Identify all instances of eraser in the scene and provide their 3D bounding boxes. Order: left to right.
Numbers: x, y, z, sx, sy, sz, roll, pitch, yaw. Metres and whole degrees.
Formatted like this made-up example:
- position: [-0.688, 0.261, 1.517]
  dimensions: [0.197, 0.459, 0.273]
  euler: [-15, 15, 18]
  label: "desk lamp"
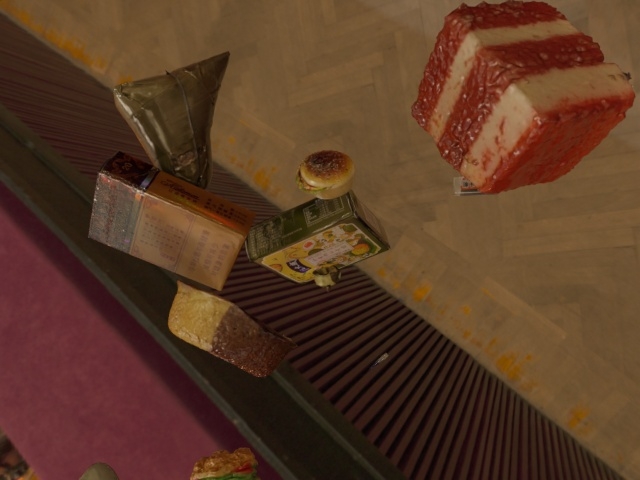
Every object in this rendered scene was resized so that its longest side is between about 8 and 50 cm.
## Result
- position: [0.434, -0.153, 1.271]
  dimensions: [0.122, 0.029, 0.052]
  euler: [-2, 75, 12]
  label: "eraser"

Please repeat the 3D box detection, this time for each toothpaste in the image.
- position: [0.186, 0.397, 1.489]
  dimensions: [0.083, 0.024, 0.015]
  euler: [-34, 70, -21]
  label: "toothpaste"

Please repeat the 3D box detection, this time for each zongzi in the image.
- position: [-0.361, -0.354, 1.387]
  dimensions: [0.174, 0.393, 0.355]
  euler: [-1, 119, 59]
  label: "zongzi"

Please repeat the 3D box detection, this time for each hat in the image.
- position: [0.020, 0.110, 1.316]
  dimensions: [0.076, 0.077, 0.059]
  euler: [-10, 105, -12]
  label: "hat"

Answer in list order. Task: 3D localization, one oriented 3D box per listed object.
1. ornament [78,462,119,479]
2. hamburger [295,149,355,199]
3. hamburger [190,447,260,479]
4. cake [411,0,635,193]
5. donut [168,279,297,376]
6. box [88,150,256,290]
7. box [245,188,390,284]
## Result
- position: [-0.112, 0.213, 0.269]
  dimensions: [0.130, 0.285, 0.120]
  euler: [-42, 43, 2]
  label: "ornament"
- position: [0.011, -0.156, 1.061]
  dimensions: [0.141, 0.081, 0.126]
  euler: [-14, 47, 5]
  label: "hamburger"
- position: [-0.308, 0.749, 1.463]
  dimensions: [0.237, 0.237, 0.148]
  euler: [-23, 70, 22]
  label: "hamburger"
- position: [0.393, -0.284, 0.942]
  dimensions: [0.270, 0.270, 0.319]
  euler: [-15, 61, -19]
  label: "cake"
- position: [-0.185, 0.186, 0.924]
  dimensions: [0.295, 0.151, 0.112]
  euler: [27, 75, -5]
  label: "donut"
- position: [-0.424, -0.045, 1.296]
  dimensions: [0.416, 0.115, 0.264]
  euler: [24, 130, -10]
  label: "box"
- position: [0.000, 0.000, 1.664]
  dimensions: [0.421, 0.373, 0.138]
  euler: [-23, 64, 18]
  label: "box"
